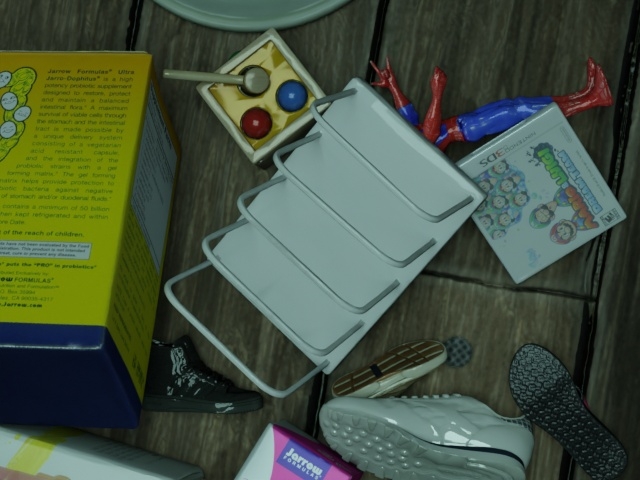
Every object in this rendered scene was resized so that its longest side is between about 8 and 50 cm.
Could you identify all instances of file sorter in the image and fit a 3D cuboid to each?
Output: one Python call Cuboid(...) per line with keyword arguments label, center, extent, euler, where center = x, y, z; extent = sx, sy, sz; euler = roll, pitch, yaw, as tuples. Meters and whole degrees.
Cuboid(label="file sorter", center=(0.000, 0.000, 1.792), extent=(0.193, 0.173, 0.278), euler=(43, 111, 7))

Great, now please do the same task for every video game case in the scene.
Cuboid(label="video game case", center=(0.234, -0.050, 1.842), extent=(0.143, 0.019, 0.157), euler=(-32, 110, 9))

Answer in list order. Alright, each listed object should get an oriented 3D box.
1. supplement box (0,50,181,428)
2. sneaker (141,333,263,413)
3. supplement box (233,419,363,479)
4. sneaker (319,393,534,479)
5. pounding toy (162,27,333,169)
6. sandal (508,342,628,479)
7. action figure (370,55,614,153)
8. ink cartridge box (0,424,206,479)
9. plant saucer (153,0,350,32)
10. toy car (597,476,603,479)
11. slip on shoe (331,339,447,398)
Cuboid(label="supplement box", center=(-0.277, -0.003, 1.789), extent=(0.195, 0.194, 0.356), euler=(2, 59, 7))
Cuboid(label="sneaker", center=(-0.148, 0.147, 1.902), extent=(0.170, 0.051, 0.089), euler=(0, 91, 11))
Cuboid(label="supplement box", center=(-0.059, 0.317, 1.850), extent=(0.111, 0.114, 0.220), euler=(31, 89, 9))
Cuboid(label="sneaker", center=(0.115, 0.208, 1.847), extent=(0.235, 0.090, 0.095), euler=(16, 51, 2))
Cuboid(label="pounding toy", center=(-0.077, -0.164, 1.887), extent=(0.130, 0.100, 0.141), euler=(-38, 83, 3))
Cuboid(label="sandal", center=(0.267, 0.188, 1.856), extent=(0.067, 0.040, 0.179), euler=(-38, 97, 9))
Cuboid(label="action figure", center=(0.163, -0.163, 1.856), extent=(0.280, 0.091, 0.139), euler=(-22, 100, 5))
Cuboid(label="ink cartridge box", center=(-0.350, 0.335, 1.861), extent=(0.384, 0.160, 0.279), euler=(15, 89, 8))
Cuboid(label="plant saucer", center=(-0.080, -0.439, 1.906), extent=(0.400, 0.100, 0.400), euler=(0, 87, 8))
Cuboid(label="toy car", center=(0.222, 0.312, 1.799), extent=(0.188, 0.155, 0.149), euler=(-40, 83, -6))
Cuboid(label="slip on shoe", center=(0.080, 0.155, 1.879), extent=(0.135, 0.051, 0.041), euler=(-26, 123, -3))
